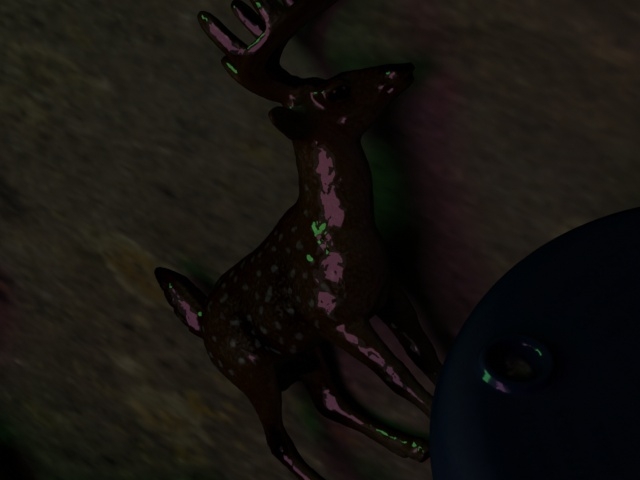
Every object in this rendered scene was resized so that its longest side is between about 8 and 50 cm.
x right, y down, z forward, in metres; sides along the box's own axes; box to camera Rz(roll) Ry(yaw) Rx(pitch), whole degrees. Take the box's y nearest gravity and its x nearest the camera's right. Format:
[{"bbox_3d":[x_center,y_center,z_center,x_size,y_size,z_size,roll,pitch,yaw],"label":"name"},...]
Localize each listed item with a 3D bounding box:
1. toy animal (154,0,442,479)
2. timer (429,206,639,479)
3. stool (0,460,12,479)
[{"bbox_3d":[-0.010,0.007,0.928,0.260,0.087,0.243,52,130,3],"label":"toy animal"},{"bbox_3d":[0.173,0.201,0.799,0.270,0.270,0.383,28,140,25],"label":"timer"},{"bbox_3d":[-0.215,0.305,1.072,0.226,0.310,0.310,6,115,35],"label":"stool"}]
